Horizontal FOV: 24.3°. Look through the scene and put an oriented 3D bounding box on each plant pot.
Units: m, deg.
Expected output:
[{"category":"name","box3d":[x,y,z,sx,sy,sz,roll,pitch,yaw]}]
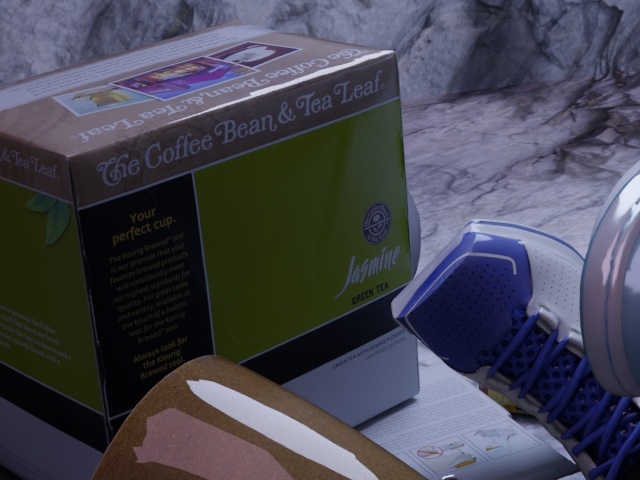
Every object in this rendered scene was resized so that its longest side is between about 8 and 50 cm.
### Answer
[{"category":"plant pot","box3d":[0.003,0.225,0.954,0.254,0.237,0.237,17,26,25]}]

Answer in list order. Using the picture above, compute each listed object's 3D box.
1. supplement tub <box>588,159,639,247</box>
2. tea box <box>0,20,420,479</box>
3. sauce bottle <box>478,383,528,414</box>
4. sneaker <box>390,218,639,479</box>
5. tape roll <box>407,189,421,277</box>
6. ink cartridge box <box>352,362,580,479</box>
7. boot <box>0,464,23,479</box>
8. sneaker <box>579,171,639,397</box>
[{"category":"supplement tub","box3d":[0.417,0.039,1.320,0.228,0.228,0.316,-16,18,-25]},{"category":"tea box","box3d":[-0.111,0.015,1.237,0.329,0.323,0.220,-21,28,-38]},{"category":"sauce bottle","box3d":[0.212,0.144,1.388,0.128,0.042,0.042,3,19,33]},{"category":"sneaker","box3d":[0.217,0.118,1.147,0.315,0.127,0.182,33,17,-22]},{"category":"tape roll","box3d":[0.000,0.000,1.657,0.219,0.219,0.072,0,18,24]},{"category":"ink cartridge box","box3d":[0.043,0.201,1.249,0.275,0.060,0.239,-14,24,-21]},{"category":"boot","box3d":[-0.348,0.232,1.270,0.263,0.091,0.229,7,24,43]},{"category":"sneaker","box3d":[0.300,0.003,0.842,0.208,0.127,0.319,0,19,43]}]
